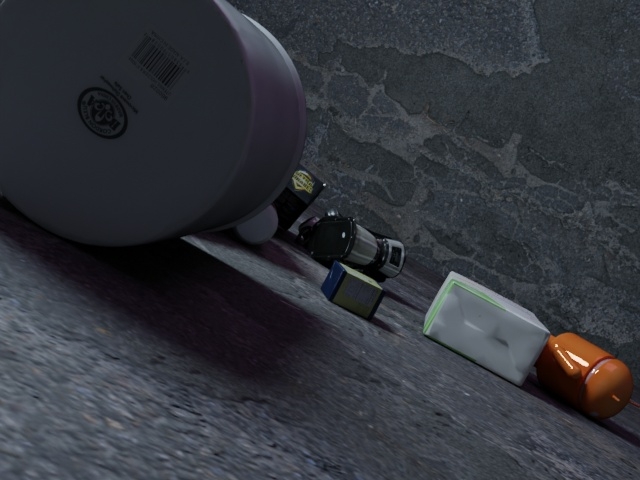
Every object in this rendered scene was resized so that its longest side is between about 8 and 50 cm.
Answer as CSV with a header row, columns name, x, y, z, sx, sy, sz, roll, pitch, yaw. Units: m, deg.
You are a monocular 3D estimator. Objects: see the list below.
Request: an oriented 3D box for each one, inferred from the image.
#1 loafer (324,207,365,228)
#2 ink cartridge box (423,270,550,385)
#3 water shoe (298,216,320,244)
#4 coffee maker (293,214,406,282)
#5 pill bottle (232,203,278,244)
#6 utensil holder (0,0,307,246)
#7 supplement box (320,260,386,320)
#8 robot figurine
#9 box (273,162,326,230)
name,x,y,z,sx,sy,sz,roll,pitch,yaw
loafer,0.069,-0.014,1.999,0.223,0.078,0.076,55,17,-56
ink cartridge box,0.323,0.161,1.730,0.207,0.119,0.353,28,5,6
water shoe,0.000,0.000,2.051,0.080,0.073,0.203,59,11,13
coffee maker,0.071,0.014,1.877,0.178,0.120,0.171,24,5,-42
pill bottle,-0.120,-0.039,1.574,0.086,0.086,0.152,27,5,-8
utensil holder,-0.199,-0.156,1.063,0.328,0.327,0.385,28,8,3
supplement box,0.054,0.083,1.447,0.083,0.056,0.083,27,5,-12
robot figurine,0.510,0.263,1.684,0.219,0.128,0.158,33,-35,47
box,-0.147,-0.161,1.955,0.295,0.073,0.293,39,-15,-2
